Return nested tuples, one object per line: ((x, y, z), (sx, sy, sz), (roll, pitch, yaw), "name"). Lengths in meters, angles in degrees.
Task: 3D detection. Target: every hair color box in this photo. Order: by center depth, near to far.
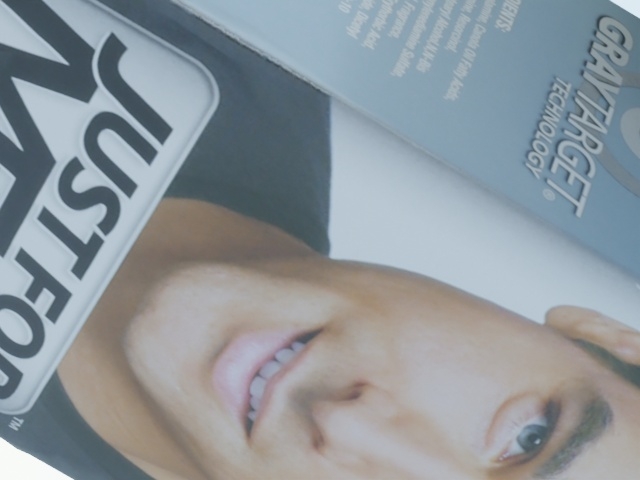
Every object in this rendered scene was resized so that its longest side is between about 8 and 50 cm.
((0.000, 0.000, 0.596), (0.185, 0.374, 0.113), (-55, -172, 41), "hair color box")
